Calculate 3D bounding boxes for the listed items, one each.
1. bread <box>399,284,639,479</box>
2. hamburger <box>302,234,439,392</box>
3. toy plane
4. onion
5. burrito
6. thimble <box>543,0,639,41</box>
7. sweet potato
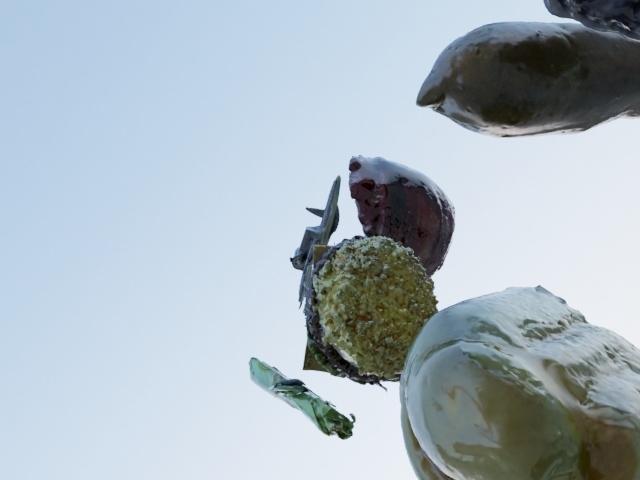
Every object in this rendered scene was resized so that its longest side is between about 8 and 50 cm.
[{"bbox_3d":[0.231,0.199,0.689,0.341,0.300,0.210,-6,-60,-56],"label":"bread"},{"bbox_3d":[0.091,0.109,1.003,0.261,0.138,0.243,11,-107,-29],"label":"hamburger"},{"bbox_3d":[-0.011,-0.002,1.275,0.088,0.192,0.262,7,-79,0],"label":"toy plane"},{"bbox_3d":[0.187,-0.075,1.427,0.146,0.314,0.280,-26,-40,31],"label":"onion"},{"bbox_3d":[-0.051,0.265,1.146,0.054,0.288,0.104,-54,-50,-14],"label":"burrito"},{"bbox_3d":[0.292,-0.261,0.525,0.245,0.217,0.157,16,-85,-4],"label":"thimble"},{"bbox_3d":[0.303,-0.177,0.735,0.422,0.130,0.131,-3,-64,-20],"label":"sweet potato"}]
